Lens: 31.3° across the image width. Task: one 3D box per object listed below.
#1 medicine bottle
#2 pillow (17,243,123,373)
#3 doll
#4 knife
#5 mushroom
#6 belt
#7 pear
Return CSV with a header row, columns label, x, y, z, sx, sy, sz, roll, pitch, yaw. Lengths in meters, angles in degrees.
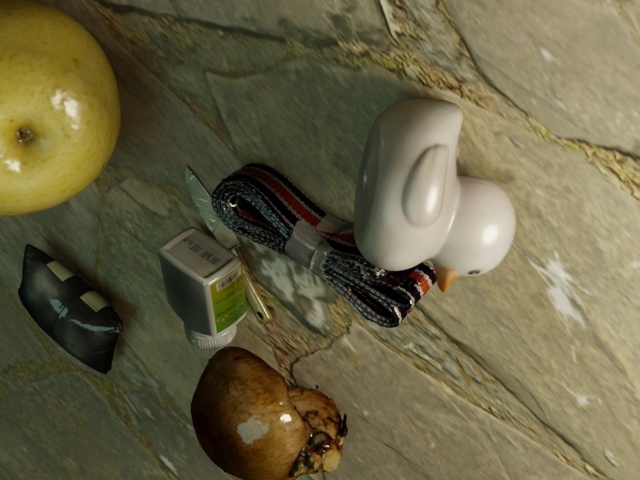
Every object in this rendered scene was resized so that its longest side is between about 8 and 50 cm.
label,x,y,z,sx,sy,sz,roll,pitch,yaw
medicine bottle,-0.191,0.088,1.895,0.132,0.088,0.188,32,144,31
pillow,-0.478,0.131,2.155,0.250,0.106,0.186,40,144,10
doll,0.155,-0.056,1.482,0.221,0.221,0.251,9,98,33
knife,-0.150,0.007,1.871,0.047,0.017,0.298,-18,105,42
mushroom,-0.095,0.305,1.912,0.283,0.195,0.263,18,142,25
belt,0.000,0.000,1.690,0.359,0.094,0.126,30,136,18
pear,-0.478,-0.203,1.743,0.348,0.348,0.348,21,131,25
